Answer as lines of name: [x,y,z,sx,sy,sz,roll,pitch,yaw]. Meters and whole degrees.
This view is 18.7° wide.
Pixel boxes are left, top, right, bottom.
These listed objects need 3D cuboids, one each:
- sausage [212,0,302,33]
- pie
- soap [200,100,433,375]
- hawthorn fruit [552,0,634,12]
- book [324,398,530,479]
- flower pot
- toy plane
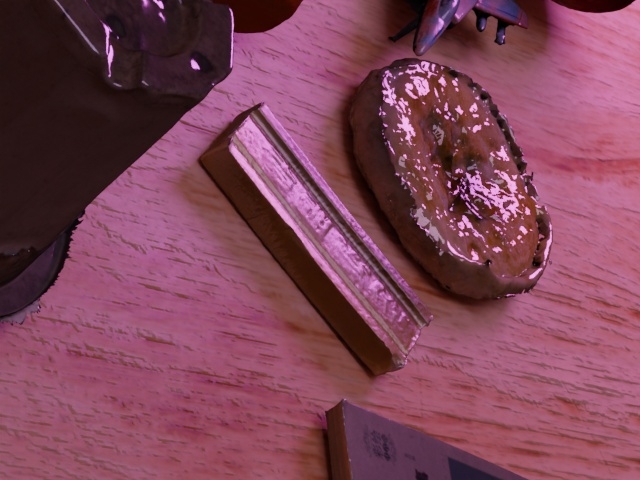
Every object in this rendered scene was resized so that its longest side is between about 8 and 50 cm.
sausage: [-0.143,-0.248,1.655,0.348,0.094,0.097,11,42,-47]
pie: [0.132,-0.064,1.897,0.274,0.055,0.274,32,42,-34]
soap: [-0.001,0.000,1.688,0.252,0.037,0.092,52,35,-10]
hawthorn fruit: [0.319,-0.383,2.202,0.369,0.285,0.285,61,33,-1]
book: [0.115,0.267,1.633,0.283,0.025,0.214,25,47,-43]
flower pot: [-0.206,-0.110,1.305,0.290,0.259,0.290,34,39,-34]
toy plane: [0.124,-0.261,2.007,0.223,0.104,0.326,47,39,-16]
